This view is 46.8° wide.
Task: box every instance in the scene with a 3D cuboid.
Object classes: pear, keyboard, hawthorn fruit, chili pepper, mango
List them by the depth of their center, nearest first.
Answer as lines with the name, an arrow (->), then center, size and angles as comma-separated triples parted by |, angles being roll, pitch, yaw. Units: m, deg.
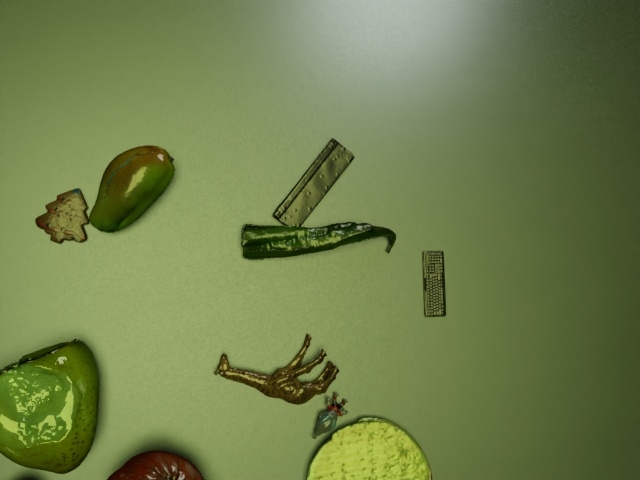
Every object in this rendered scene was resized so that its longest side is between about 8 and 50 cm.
pear -> -0.585, 0.365, 1.534 | 0.292, 0.159, 0.293 | 0, 90, -9
hawthorn fruit -> -0.365, 0.581, 1.539 | 0.242, 0.242, 0.272 | 41, 114, -4
mango -> -0.418, -0.114, 1.606 | 0.233, 0.111, 0.125 | -43, 79, 5
chili pepper -> 0.001, 0.000, 1.671 | 0.358, 0.076, 0.085 | -1, 105, -6
keyboard -> -0.016, -0.126, 1.703 | 0.072, 0.023, 0.231 | 39, 84, -11
keyboard -> 0.267, 0.101, 1.735 | 0.053, 0.010, 0.155 | -2, 88, -7

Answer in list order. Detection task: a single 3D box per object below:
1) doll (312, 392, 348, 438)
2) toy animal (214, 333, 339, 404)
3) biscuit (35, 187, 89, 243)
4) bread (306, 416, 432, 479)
doll -> 0.020, 0.402, 1.672 | 0.114, 0.039, 0.057 | -55, 137, -15
toy animal -> -0.095, 0.301, 1.656 | 0.275, 0.054, 0.149 | -12, 86, -7
biscuit -> -0.559, -0.056, 1.626 | 0.119, 0.019, 0.130 | 20, 84, -6
bread -> 0.106, 0.551, 1.673 | 0.301, 0.045, 0.302 | 1, 86, -10
